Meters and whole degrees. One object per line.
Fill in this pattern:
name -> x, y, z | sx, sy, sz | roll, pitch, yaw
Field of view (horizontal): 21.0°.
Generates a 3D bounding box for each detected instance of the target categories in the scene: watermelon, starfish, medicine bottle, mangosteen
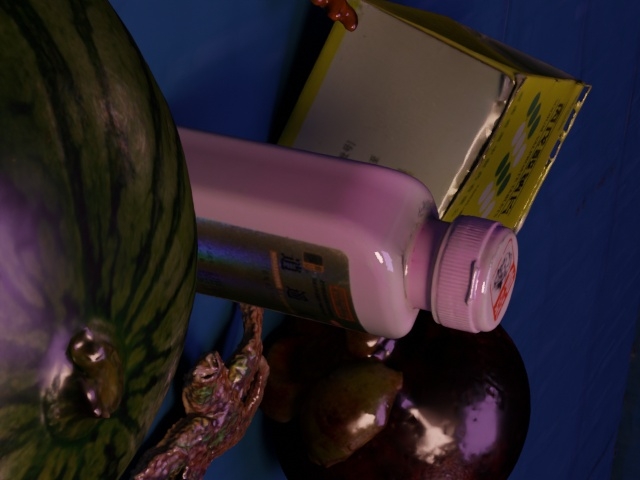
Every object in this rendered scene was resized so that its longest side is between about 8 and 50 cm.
watermelon -> -0.144, 0.009, 0.669 | 0.331, 0.189, 0.331 | 17, 90, -75
starfish -> -0.076, 0.110, 1.133 | 0.150, 0.053, 0.210 | 93, 14, -61
medicine bottle -> 0.084, -0.083, 1.245 | 0.137, 0.141, 0.250 | -66, 164, 11
mangosteen -> 0.051, 0.118, 1.262 | 0.210, 0.209, 0.210 | 14, 90, -70
medicine bottle -> 0.000, 0.000, 0.986 | 0.115, 0.219, 0.078 | 74, 35, -52

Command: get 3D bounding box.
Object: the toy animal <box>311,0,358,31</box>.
toy animal -> 0.045, -0.292, 1.130 | 0.284, 0.225, 0.302 | -84, -161, -84
